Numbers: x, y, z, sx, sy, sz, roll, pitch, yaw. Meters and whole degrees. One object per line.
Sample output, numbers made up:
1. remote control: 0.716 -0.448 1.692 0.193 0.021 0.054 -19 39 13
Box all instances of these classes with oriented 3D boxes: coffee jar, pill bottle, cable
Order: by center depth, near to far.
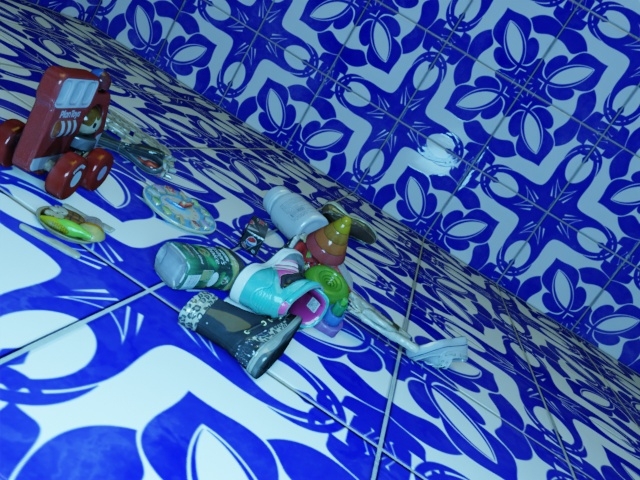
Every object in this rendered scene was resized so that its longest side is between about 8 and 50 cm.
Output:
1. coffee jar: -0.239 0.054 1.170 0.096 0.079 0.184 40 16 28
2. cable: -0.553 -0.243 1.641 0.287 0.072 0.140 14 36 -17
3. pill bottle: -0.086 -0.078 1.847 0.131 0.131 0.229 17 20 -47

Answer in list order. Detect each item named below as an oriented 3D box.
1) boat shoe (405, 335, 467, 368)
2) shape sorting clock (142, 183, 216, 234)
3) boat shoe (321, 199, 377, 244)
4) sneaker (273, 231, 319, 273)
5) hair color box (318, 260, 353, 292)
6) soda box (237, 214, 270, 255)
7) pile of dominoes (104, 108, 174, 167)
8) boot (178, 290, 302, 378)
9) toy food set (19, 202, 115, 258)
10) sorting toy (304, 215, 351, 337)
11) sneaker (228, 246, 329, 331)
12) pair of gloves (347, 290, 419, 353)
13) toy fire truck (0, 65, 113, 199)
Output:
1. boat shoe: 0.319 0.301 1.511 0.226 0.083 0.076 -3 73 -37
2. shape sorting clock: -0.358 -0.083 1.471 0.206 0.040 0.206 29 14 -8
3. boat shoe: 0.110 -0.052 2.313 0.257 0.095 0.095 32 37 -2
4. sneaker: -0.051 0.051 1.553 0.118 0.107 0.279 46 19 3
5. hair color box: 0.041 0.080 1.603 0.141 0.043 0.072 60 16 -21
6. soda box: -0.183 -0.017 1.592 0.060 0.053 0.169 30 13 -8
7. pile of dominoes: -0.591 -0.321 1.854 0.251 0.040 0.196 34 11 -25
8. boot: -0.138 0.148 1.053 0.178 0.085 0.236 31 14 7
9. toy food set: -0.465 -0.036 1.082 0.132 0.039 0.192 29 14 -9
10. sorting toy: 0.040 0.063 1.411 0.126 0.126 0.366 23 37 -17
11. sneaker: -0.056 0.108 1.275 0.178 0.124 0.295 30 20 14
12. pair of gloves: 0.151 0.211 1.457 0.204 0.042 0.240 37 2 0
13. toy fire truck: -0.529 -0.244 1.214 0.169 0.254 0.302 31 14 -3
